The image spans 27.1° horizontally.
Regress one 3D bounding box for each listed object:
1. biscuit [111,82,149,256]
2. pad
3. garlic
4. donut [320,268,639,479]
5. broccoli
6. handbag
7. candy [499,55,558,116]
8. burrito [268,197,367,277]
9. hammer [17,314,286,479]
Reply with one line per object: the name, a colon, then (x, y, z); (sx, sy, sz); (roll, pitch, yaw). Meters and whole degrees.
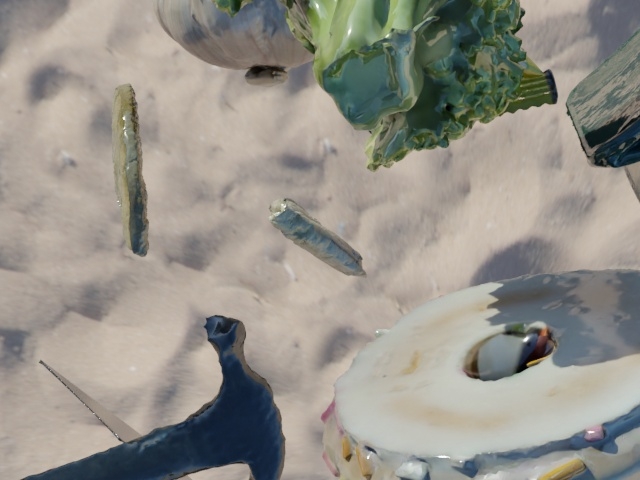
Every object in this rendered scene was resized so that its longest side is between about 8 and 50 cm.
biscuit: (-0.252, -0.119, 1.733); (0.038, 0.141, 0.290); (-3, 40, -11)
pad: (-0.194, 0.221, 1.440); (0.006, 0.245, 0.170); (-49, 49, -7)
garlic: (-0.074, -0.349, 1.855); (0.322, 0.322, 0.241); (-34, 101, 0)
donut: (0.187, 0.154, 1.179); (0.382, 0.383, 0.142); (-16, 109, 4)
broccoli: (0.044, -0.206, 1.126); (0.293, 0.281, 0.348); (8, 125, 2)
handbag: (0.360, -0.166, 1.307); (0.089, 0.326, 0.238); (41, 108, -7)
candy: (0.157, -0.277, 1.568); (0.187, 0.081, 0.297); (-11, 112, 17)
burrito: (-0.001, 0.001, 1.779); (0.045, 0.188, 0.058); (-46, 36, 13)
hammer: (-0.159, 0.135, 0.649); (0.297, 0.027, 0.125); (-18, 102, -12)
